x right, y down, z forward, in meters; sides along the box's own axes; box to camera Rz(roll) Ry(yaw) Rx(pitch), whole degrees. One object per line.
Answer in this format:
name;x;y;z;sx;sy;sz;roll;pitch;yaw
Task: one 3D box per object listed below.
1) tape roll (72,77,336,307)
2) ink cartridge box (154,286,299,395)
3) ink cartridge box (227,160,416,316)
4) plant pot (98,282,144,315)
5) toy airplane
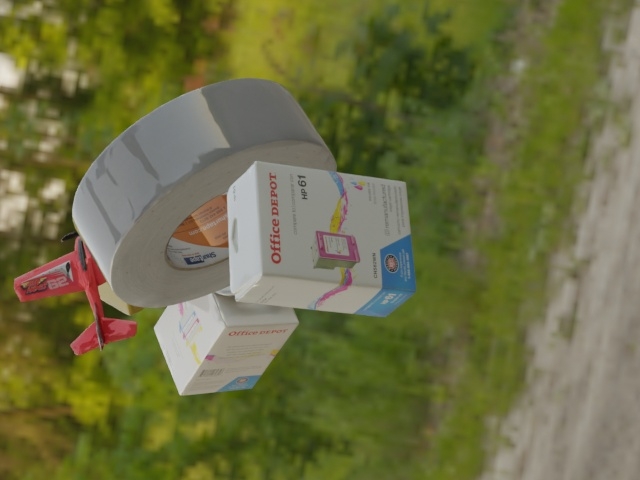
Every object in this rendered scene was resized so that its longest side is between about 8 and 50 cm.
tape roll;-0.097;-0.038;1.553;0.072;0.219;0.219;58;152;25
ink cartridge box;-0.095;0.083;1.914;0.143;0.092;0.090;-55;49;41
ink cartridge box;0.000;0.000;1.295;0.052;0.122;0.089;137;134;-56
plant pot;-0.198;0.014;1.920;0.081;0.081;0.083;26;137;41
toy airplane;-0.222;0.049;1.806;0.028;0.151;0.151;64;-152;-58
